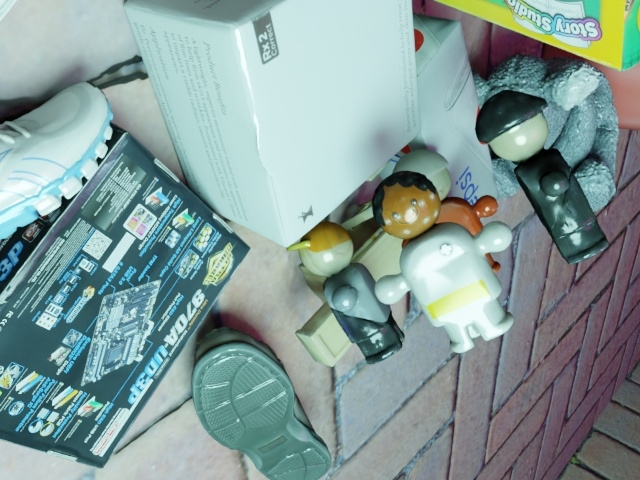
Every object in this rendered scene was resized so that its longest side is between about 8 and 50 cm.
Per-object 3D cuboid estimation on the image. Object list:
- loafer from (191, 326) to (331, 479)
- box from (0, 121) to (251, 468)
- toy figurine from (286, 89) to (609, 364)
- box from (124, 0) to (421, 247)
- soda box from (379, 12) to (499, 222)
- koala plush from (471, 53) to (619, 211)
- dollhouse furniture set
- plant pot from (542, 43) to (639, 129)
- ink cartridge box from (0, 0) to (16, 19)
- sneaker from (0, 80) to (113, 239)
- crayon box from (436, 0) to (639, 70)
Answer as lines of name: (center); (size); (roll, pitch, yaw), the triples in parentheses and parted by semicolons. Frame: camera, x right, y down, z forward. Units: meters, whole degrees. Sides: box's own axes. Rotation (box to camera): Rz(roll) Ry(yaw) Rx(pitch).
loafer: (-0.066, 0.169, 0.698); (0.096, 0.084, 0.268); (-25, 133, -1)
box: (-0.167, 0.047, 0.497); (0.220, 0.051, 0.175); (-57, 144, -11)
toy figurine: (0.099, -0.010, 0.562); (0.209, 0.213, 0.148); (-31, 93, -27)
box: (-0.023, -0.128, 0.521); (0.182, 0.119, 0.181); (-41, 139, -30)
soda box: (0.119, -0.109, 0.740); (0.098, 0.091, 0.286); (-53, 143, -17)
koala plush: (0.264, -0.161, 0.832); (0.221, 0.196, 0.203); (17, 85, -54)
dollhouse furniture set: (0.000, 0.000, 0.683); (0.182, 0.101, 0.161); (-45, 116, -26)
plant pot: (0.504, -0.284, 1.005); (0.275, 0.243, 0.275); (-29, 132, -39)
ink cartridge box: (-0.206, -0.189, 0.278); (0.140, 0.082, 0.191); (-57, 145, -11)
sneaker: (-0.204, -0.040, 0.385); (0.191, 0.071, 0.083); (-49, 136, -22)
crayon box: (0.146, -0.261, 0.516); (0.081, 0.278, 0.165); (-38, 139, -14)
